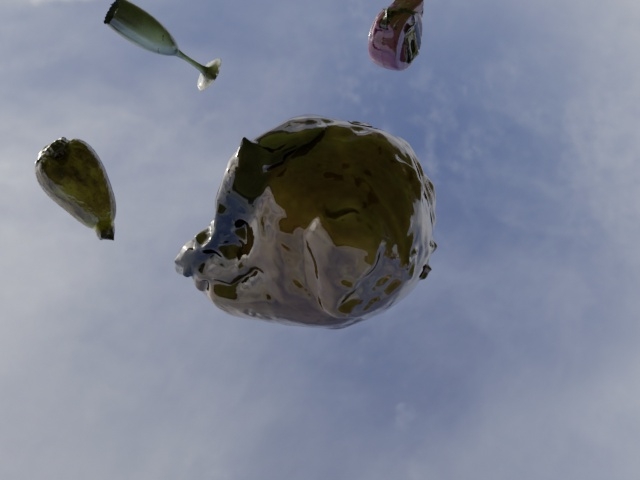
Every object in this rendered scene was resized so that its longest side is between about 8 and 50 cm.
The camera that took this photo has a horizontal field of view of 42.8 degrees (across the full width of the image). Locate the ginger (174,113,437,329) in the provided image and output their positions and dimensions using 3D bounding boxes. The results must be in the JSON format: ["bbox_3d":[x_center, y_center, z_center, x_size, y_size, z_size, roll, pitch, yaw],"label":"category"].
[{"bbox_3d":[0.002,-0.001,0.858,0.223,0.269,0.200,38,-141,10],"label":"ginger"}]

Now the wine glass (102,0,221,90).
[{"bbox_3d":[-0.256,-0.318,1.323,0.198,0.066,0.066,29,-129,-37],"label":"wine glass"}]

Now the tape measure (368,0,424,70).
[{"bbox_3d":[0.136,-0.366,1.450,0.074,0.125,0.118,19,-129,27],"label":"tape measure"}]

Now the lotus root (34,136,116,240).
[{"bbox_3d":[-0.403,-0.083,1.382,0.108,0.094,0.191,-30,-73,-3],"label":"lotus root"}]
